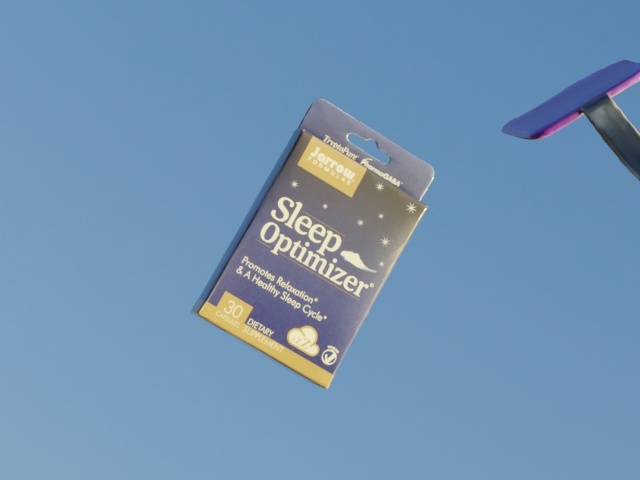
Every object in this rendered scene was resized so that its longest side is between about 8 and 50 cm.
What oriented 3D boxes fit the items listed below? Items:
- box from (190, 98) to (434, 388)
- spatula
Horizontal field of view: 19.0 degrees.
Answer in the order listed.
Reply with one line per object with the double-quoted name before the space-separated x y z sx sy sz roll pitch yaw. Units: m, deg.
"box" 0.000 0.000 1.689 0.136 0.225 0.036 31 -8 -13
"spatula" 0.171 -0.045 1.012 0.030 0.084 0.296 59 -1 -26
